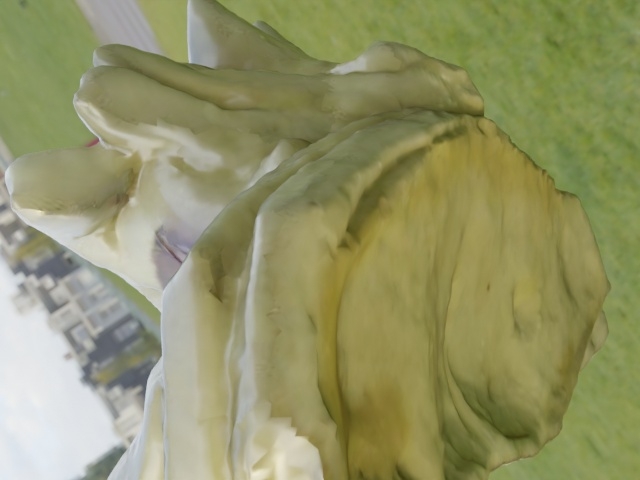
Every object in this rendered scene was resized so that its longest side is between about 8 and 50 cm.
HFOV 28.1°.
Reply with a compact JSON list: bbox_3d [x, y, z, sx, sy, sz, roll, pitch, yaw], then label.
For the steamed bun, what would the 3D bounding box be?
[{"bbox_3d":[0.000,0.000,0.607,0.428,0.189,0.247,-23,-68,-63],"label":"steamed bun"}]
